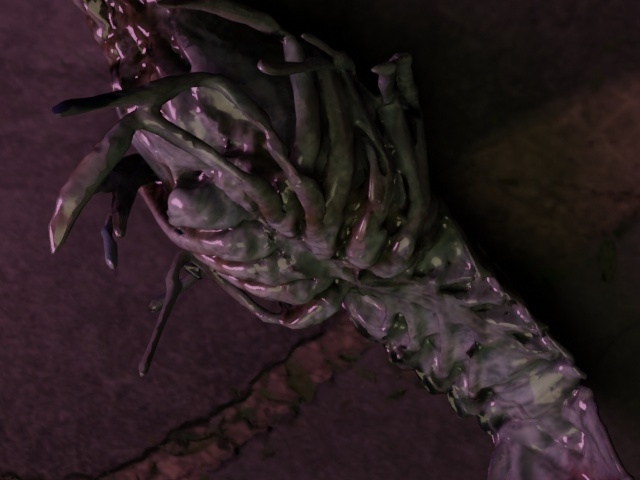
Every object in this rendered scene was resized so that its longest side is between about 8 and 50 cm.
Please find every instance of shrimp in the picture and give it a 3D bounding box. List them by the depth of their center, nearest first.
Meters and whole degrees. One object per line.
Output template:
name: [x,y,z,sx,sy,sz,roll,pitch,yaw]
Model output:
shrimp: [-0.002,-0.005,0.763,0.410,0.166,0.221,37,127,-26]
